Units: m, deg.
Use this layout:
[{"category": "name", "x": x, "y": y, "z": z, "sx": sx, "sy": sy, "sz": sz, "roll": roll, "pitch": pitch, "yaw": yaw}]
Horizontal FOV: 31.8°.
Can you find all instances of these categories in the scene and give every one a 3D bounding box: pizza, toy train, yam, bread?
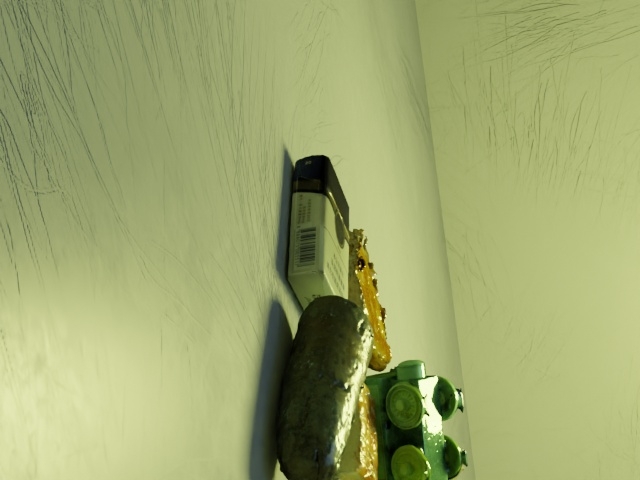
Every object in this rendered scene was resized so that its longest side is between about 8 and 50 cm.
[{"category": "pizza", "x": 0.079, "y": 0.108, "z": 2.222, "sx": 0.189, "sy": 0.071, "sz": 0.297, "roll": 36, "pitch": 46, "yaw": -68}, {"category": "toy train", "x": 0.162, "y": 0.363, "z": 2.140, "sx": 0.159, "sy": 0.188, "sz": 0.272, "roll": -3, "pitch": 87, "yaw": -50}, {"category": "yam", "x": 0.004, "y": 0.237, "z": 1.712, "sx": 0.330, "sy": 0.133, "sz": 0.133, "roll": -77, "pitch": 156, "yaw": -50}, {"category": "bread", "x": 0.061, "y": 0.349, "z": 2.016, "sx": 0.125, "sy": 0.068, "sz": 0.188, "roll": 60, "pitch": 26, "yaw": -57}]

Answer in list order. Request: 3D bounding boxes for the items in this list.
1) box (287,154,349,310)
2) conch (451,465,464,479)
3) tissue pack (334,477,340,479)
[{"category": "box", "x": 0.000, "y": 0.000, "z": 1.955, "sx": 0.168, "sy": 0.071, "sz": 0.259, "roll": 65, "pitch": 23, "yaw": -51}, {"category": "conch", "x": 0.188, "y": 0.447, "z": 2.331, "sx": 0.245, "sy": 0.163, "sz": 0.178, "roll": 54, "pitch": -8, "yaw": 23}, {"category": "tissue pack", "x": 0.027, "y": 0.463, "z": 1.908, "sx": 0.056, "sy": 0.023, "sz": 0.108, "roll": -23, "pitch": 105, "yaw": -76}]
